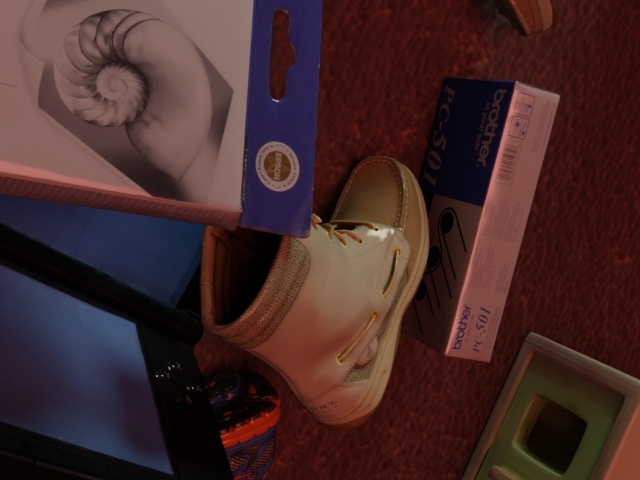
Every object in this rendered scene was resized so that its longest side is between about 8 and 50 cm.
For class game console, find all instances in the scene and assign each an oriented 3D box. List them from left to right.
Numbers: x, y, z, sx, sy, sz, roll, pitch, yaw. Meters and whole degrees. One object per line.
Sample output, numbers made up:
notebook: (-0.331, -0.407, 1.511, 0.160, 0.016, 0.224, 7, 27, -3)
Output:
game console: (-0.128, 0.001, 0.553, 0.173, 0.250, 0.293, -42, 135, 16)

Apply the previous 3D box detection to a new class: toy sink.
toy sink: (0.212, 0.219, 0.799, 0.131, 0.153, 0.234, 24, 91, -27)

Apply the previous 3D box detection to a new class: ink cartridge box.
ink cartridge box: (-0.087, -0.123, 0.502, 0.224, 0.045, 0.223, 8, 78, -29)
ink cartridge box: (0.113, -0.020, 0.733, 0.046, 0.097, 0.207, 11, 95, -27)

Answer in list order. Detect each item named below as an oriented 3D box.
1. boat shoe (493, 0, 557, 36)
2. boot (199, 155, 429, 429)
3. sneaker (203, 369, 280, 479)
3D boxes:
boat shoe: (0.107, -0.228, 0.712, 0.072, 0.068, 0.190, -35, 104, -1)
boot: (0.000, 0.000, 0.639, 0.165, 0.077, 0.213, 46, 50, -45)
sneaker: (-0.125, 0.176, 0.677, 0.221, 0.083, 0.087, -19, 120, -15)
